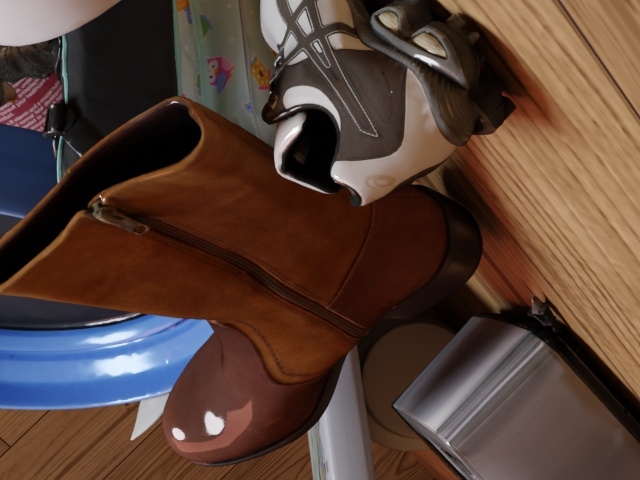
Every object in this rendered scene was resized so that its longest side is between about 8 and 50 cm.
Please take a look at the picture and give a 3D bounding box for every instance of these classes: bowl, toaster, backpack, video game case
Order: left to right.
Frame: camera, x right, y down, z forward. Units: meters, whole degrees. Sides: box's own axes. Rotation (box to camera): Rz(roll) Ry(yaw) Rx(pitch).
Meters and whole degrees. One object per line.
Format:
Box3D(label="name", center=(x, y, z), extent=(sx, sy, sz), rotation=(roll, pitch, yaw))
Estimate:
Box3D(label="bowl", center=(-0.259, 0.030, 0.959), extent=(0.391, 0.391, 0.077), rotation=(56, -149, -59))
Box3D(label="backpack", center=(-0.078, -0.070, 0.777), extent=(0.188, 0.144, 0.166), rotation=(71, -171, -68))
Box3D(label="video game case", center=(0.005, 0.119, 1.064), extent=(0.300, 0.036, 0.329), rotation=(96, 166, -74))
Box3D(label="toaster", center=(0.147, 0.134, 0.876), extent=(0.186, 0.110, 0.168), rotation=(47, 173, -7))

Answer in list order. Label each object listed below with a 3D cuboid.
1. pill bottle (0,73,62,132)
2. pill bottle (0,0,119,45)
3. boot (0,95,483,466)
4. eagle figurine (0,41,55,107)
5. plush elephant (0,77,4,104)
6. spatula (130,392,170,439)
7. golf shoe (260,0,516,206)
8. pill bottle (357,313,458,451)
Box3D(label="pill bottle", center=(-0.472, -0.270, 1.859), extent=(0.224, 0.224, 0.392), rotation=(40, 171, 45))
Box3D(label="pill bottle", center=(-0.182, -0.223, 0.501), extent=(0.169, 0.169, 0.301), rotation=(39, 171, 46))
Box3D(label="boot", center=(-0.069, 0.045, 0.708), extent=(0.280, 0.264, 0.096), rotation=(12, -129, -54))
Box3D(label="eagle figurine", center=(-0.307, -0.151, 1.075), extent=(0.226, 0.298, 0.225), rotation=(33, -163, -17))
Box3D(label="plush elephant", center=(-0.260, -0.205, 0.811), extent=(0.255, 0.330, 0.272), rotation=(27, -169, 2))
Box3D(label="spatula", center=(-0.089, 0.073, 1.148), extent=(0.019, 0.168, 0.242), rotation=(46, -161, -17))
Box3D(label="golf shoe", center=(0.000, -0.076, 0.591), extent=(0.077, 0.094, 0.198), rotation=(48, 175, -29))
Box3D(label="pill bottle", center=(0.082, 0.136, 1.212), extent=(0.131, 0.131, 0.229), rotation=(46, 174, 4))
